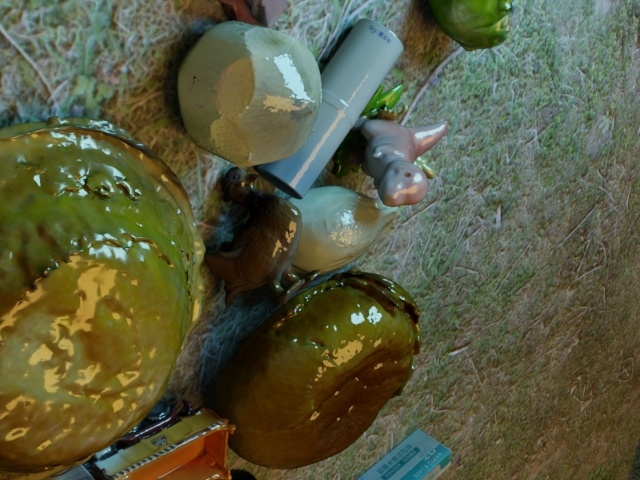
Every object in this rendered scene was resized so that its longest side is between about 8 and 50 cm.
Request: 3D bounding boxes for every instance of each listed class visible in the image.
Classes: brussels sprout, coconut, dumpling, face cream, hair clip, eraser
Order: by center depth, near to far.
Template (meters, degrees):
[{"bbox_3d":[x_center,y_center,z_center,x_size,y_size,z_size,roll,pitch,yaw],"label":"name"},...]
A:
[{"bbox_3d":[-0.076,-0.163,0.957,0.161,0.162,0.161,-26,130,-36],"label":"coconut"},{"bbox_3d":[-0.090,-0.306,0.962,0.123,0.102,0.138,-55,175,-5],"label":"hair clip"},{"bbox_3d":[0.013,-0.176,1.121,0.250,0.077,0.077,-56,142,-8],"label":"face cream"},{"bbox_3d":[0.004,0.000,1.193,0.216,0.126,0.166,-28,148,-39],"label":"dumpling"},{"bbox_3d":[0.218,-0.354,1.215,0.151,0.122,0.149,-75,168,-47],"label":"brussels sprout"},{"bbox_3d":[0.161,0.479,1.690,0.225,0.096,0.052,-32,133,-33],"label":"eraser"}]

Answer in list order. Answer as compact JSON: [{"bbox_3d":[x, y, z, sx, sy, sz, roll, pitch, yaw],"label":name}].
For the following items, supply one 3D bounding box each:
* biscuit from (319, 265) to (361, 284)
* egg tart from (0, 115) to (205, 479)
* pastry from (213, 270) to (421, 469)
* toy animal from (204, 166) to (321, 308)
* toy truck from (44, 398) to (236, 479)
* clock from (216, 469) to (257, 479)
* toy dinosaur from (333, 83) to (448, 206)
[{"bbox_3d":[0.022,0.096,1.352,0.130,0.019,0.102,-29,133,-36],"label":"biscuit"},{"bbox_3d":[-0.275,0.089,0.877,0.443,0.178,0.442,-25,128,-37],"label":"egg tart"},{"bbox_3d":[0.002,0.197,1.236,0.356,0.164,0.356,-35,153,-21],"label":"pastry"},{"bbox_3d":[-0.095,0.008,1.097,0.188,0.179,0.089,-42,175,31],"label":"toy animal"},{"bbox_3d":[-0.246,0.306,1.081,0.271,0.135,0.114,-21,128,-41],"label":"toy truck"},{"bbox_3d":[-0.159,0.463,1.358,0.185,0.040,0.184,-28,132,-36],"label":"clock"},{"bbox_3d":[0.108,-0.133,1.177,0.194,0.177,0.152,-24,130,-41],"label":"toy dinosaur"}]
